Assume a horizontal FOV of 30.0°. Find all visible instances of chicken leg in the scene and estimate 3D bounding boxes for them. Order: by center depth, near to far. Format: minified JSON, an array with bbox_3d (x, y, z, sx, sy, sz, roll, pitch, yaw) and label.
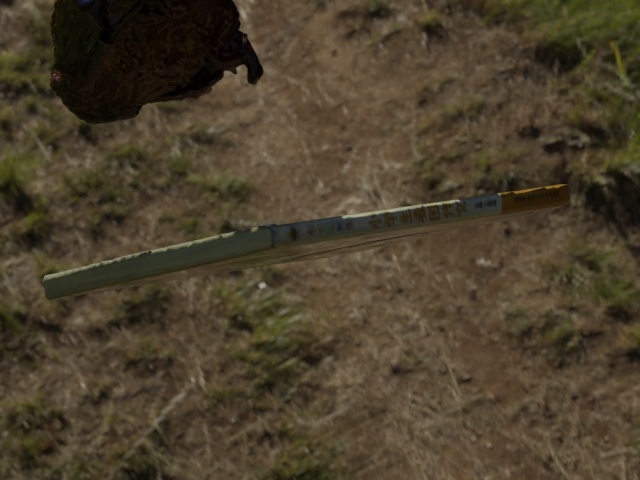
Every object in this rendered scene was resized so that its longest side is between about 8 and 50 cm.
[{"bbox_3d":[-0.097,-0.203,0.881,0.322,0.177,0.083,-56,14,30],"label":"chicken leg"}]

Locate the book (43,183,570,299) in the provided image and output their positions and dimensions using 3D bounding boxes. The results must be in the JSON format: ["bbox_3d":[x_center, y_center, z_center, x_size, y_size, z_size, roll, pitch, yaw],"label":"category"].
[{"bbox_3d":[0.000,0.000,0.777,0.208,0.020,0.295,-12,-2,42],"label":"book"}]
